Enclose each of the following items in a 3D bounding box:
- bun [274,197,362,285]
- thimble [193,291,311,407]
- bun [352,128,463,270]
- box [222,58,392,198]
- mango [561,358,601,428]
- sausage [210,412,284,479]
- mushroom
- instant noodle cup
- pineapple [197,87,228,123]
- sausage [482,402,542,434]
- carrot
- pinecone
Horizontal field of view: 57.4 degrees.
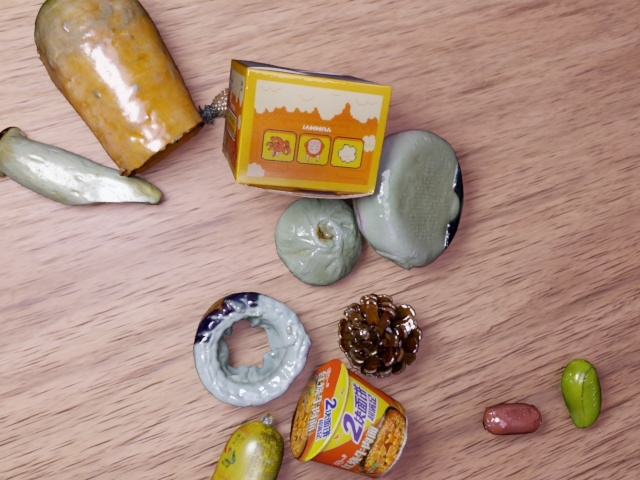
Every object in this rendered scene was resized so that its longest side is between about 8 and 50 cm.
[{"bbox_3d":[0.000,0.000,1.233,0.195,0.118,0.196,0,89,-14],"label":"bun"},{"bbox_3d":[-0.136,0.214,1.173,0.237,0.150,0.238,1,86,-13],"label":"thimble"},{"bbox_3d":[0.163,-0.090,1.240,0.293,0.187,0.294,-1,92,-42],"label":"bun"},{"bbox_3d":[-0.043,-0.220,1.123,0.259,0.283,0.214,2,108,-15],"label":"box"},{"bbox_3d":[0.603,0.356,1.363,0.091,0.074,0.165,-6,99,-17],"label":"mango"},{"bbox_3d":[-0.167,0.510,1.160,0.123,0.123,0.347,23,82,-10],"label":"sausage"},{"bbox_3d":[-0.485,-0.120,1.154,0.333,0.087,0.107,23,81,-12],"label":"mushroom"},{"bbox_3d":[0.062,0.372,1.188,0.174,0.213,0.213,29,81,-18],"label":"instant noodle cup"},{"bbox_3d":[-0.231,-0.272,1.240,0.124,0.058,0.058,-30,93,2],"label":"pineapple"},{"bbox_3d":[0.432,0.403,1.321,0.141,0.076,0.076,1,86,-11],"label":"sausage"},{"bbox_3d":[-0.381,-0.312,1.119,0.224,0.224,0.341,-35,98,-12],"label":"carrot"},{"bbox_3d":[0.123,0.196,1.218,0.150,0.195,0.179,-37,67,29],"label":"pinecone"}]
